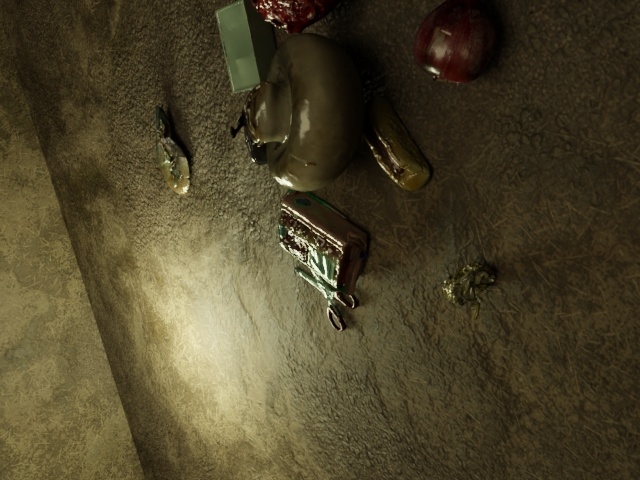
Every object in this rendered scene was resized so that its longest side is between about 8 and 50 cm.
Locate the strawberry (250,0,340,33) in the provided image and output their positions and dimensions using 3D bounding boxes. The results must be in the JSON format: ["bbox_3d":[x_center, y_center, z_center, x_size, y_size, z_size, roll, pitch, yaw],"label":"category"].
[{"bbox_3d":[-0.064,-0.605,1.382,0.274,0.221,0.274,-5,82,43],"label":"strawberry"}]

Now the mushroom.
[{"bbox_3d":[-0.059,-0.293,1.443,0.362,0.295,0.362,180,90,-74],"label":"mushroom"}]

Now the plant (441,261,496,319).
[{"bbox_3d":[0.331,0.115,1.360,0.117,0.104,0.121,-25,92,39],"label":"plant"}]

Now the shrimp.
[{"bbox_3d":[-0.512,-0.308,2.162,0.164,0.062,0.316,11,118,41],"label":"shrimp"}]

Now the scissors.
[{"bbox_3d":[0.008,0.137,1.795,0.247,0.017,0.144,47,135,26],"label":"scissors"}]

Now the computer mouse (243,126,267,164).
[{"bbox_3d":[-0.142,-0.261,1.640,0.057,0.232,0.120,-11,96,23],"label":"computer mouse"}]

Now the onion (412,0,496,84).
[{"bbox_3d":[0.262,-0.397,1.185,0.159,0.160,0.194,36,127,34],"label":"onion"}]

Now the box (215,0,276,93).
[{"bbox_3d":[-0.192,-0.525,1.691,0.130,0.086,0.225,2,107,47],"label":"box"}]

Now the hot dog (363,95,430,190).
[{"bbox_3d":[0.159,-0.220,1.435,0.242,0.073,0.084,61,144,11],"label":"hot dog"}]

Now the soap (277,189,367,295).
[{"bbox_3d":[-0.002,0.001,1.685,0.273,0.098,0.217,36,129,34],"label":"soap"}]
